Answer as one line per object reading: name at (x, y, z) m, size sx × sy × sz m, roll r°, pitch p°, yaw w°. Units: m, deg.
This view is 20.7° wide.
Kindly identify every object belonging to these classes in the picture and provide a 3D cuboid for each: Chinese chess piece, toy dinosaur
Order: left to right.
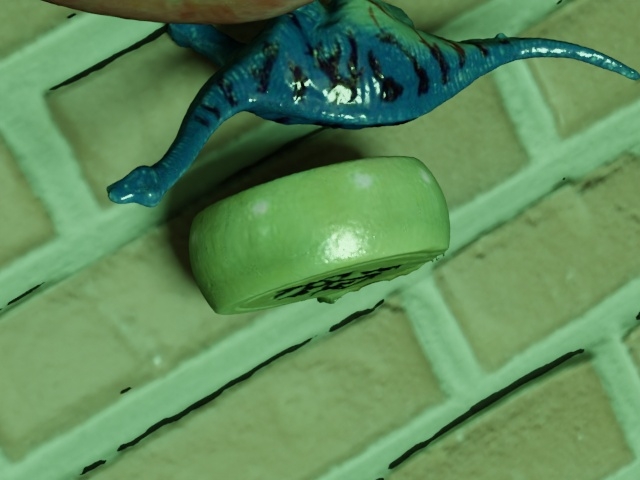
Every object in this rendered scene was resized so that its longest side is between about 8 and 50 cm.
Chinese chess piece at (0.000, 0.000, 0.959) m, size 0.144 × 0.144 × 0.058 m, roll -13°, pitch 82°, yaw -19°
toy dinosaur at (0.009, -0.104, 0.955) m, size 0.329 × 0.144 × 0.076 m, roll -14°, pitch 143°, yaw -29°

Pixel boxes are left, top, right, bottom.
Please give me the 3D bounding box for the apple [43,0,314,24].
apple at (-0.083, -0.271, 0.818) m, size 0.345 × 0.345 × 0.269 m, roll 11°, pitch 65°, yaw -21°
